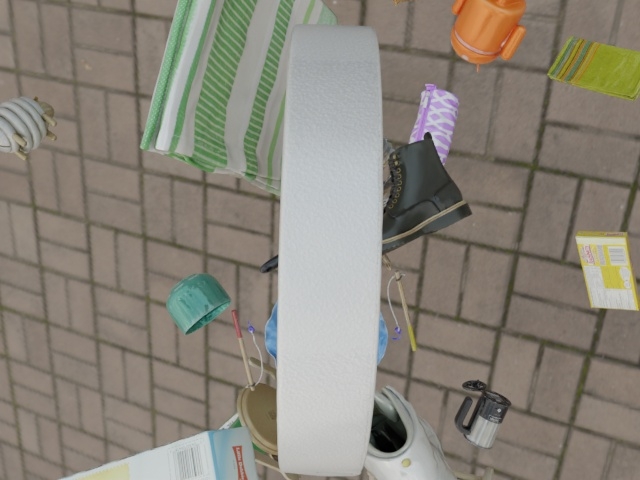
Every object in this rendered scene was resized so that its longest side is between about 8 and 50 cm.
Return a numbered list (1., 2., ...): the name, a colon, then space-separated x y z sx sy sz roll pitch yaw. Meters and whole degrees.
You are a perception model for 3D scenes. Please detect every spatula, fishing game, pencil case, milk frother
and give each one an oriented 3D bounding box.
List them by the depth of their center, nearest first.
1. fishing game: 0.009 0.147 1.091 0.263 0.041 0.189 -10 111 0
2. pencil case: 0.219 -0.207 1.489 0.086 0.088 0.206 5 74 33
3. spatula: 0.000 0.000 1.598 0.030 0.296 0.084 55 163 32
4. milk frother: 0.428 0.462 2.006 0.129 0.143 0.135 22 102 6

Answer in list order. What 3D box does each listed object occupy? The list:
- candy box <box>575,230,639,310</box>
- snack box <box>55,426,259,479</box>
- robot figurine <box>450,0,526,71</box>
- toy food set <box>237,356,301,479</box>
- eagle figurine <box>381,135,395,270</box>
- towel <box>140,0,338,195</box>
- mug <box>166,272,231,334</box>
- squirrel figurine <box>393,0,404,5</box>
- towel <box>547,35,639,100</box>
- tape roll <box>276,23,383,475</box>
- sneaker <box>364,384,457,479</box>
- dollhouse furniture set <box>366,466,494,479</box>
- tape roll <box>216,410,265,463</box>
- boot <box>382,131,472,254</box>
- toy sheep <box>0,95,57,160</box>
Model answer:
1. candy box: 0.628 0.068 1.621 0.105 0.027 0.206 4 130 38
2. snack box: -0.184 0.310 0.717 0.321 0.060 0.187 -25 68 32
3. robot figurine: 0.367 -0.479 1.633 0.158 0.128 0.219 20 140 -3
4. toy food set: -0.083 0.285 1.168 0.132 0.192 0.038 35 121 -26
5. eagle figurine: 0.129 -0.105 1.994 0.226 0.225 0.298 20 137 31
6. towel: -0.067 -0.184 0.819 0.038 0.325 0.248 15 92 22
7. mug: -0.286 0.141 1.655 0.157 0.129 0.097 -40 82 19
8. squirrel figurine: 0.164 -0.759 1.760 0.397 0.370 0.281 -43 47 45
9. towel: 0.592 -0.368 1.577 0.237 0.021 0.102 38 105 53
10. tape roll: 0.004 0.008 0.666 0.071 0.392 0.392 2 114 -1
11. sneaker: 0.083 0.230 0.925 0.108 0.292 0.169 -32 109 -7
12. dollhouse furniture set: 0.214 0.469 1.145 0.303 0.174 0.356 4 133 31
13. tape roll: -0.204 0.427 1.396 0.077 0.321 0.321 46 123 1
14. boot: 0.100 -0.059 1.045 0.137 0.197 0.077 66 157 3
15. toy sheep: -0.461 -0.172 1.134 0.091 0.132 0.091 22 135 23
